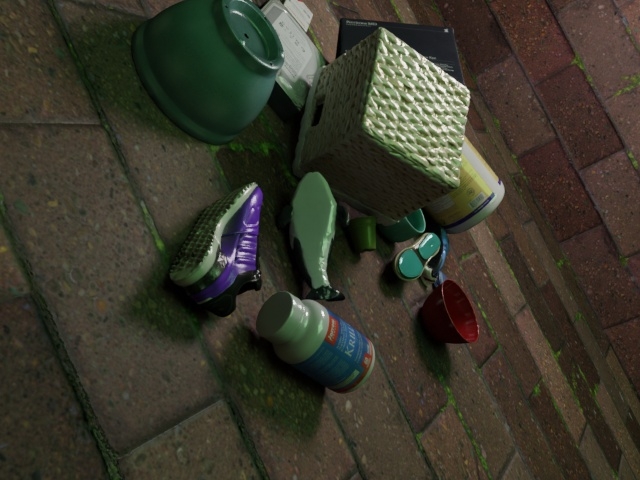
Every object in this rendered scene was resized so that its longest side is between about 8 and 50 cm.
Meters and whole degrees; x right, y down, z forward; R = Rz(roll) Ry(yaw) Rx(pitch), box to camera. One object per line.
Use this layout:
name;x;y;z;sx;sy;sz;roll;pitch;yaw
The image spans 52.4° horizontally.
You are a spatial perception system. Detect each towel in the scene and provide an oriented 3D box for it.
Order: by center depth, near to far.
towel;0.374;0.141;1.927;0.119;0.029;0.067;39;36;-32

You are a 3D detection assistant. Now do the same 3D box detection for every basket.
basket;0.156;-0.264;1.572;0.331;0.266;0.328;27;60;-29

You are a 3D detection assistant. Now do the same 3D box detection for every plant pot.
plant pot;-0.198;-0.368;1.303;0.293;0.196;0.293;37;38;-36
plant pot;0.105;-0.012;1.602;0.083;0.083;0.079;6;73;-55

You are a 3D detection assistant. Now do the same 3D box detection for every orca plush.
orca plush;0.000;0.000;1.399;0.102;0.151;0.287;72;-2;-69

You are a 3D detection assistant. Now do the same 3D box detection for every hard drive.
hard drive;-0.105;-0.480;1.678;0.237;0.064;0.339;49;33;-20

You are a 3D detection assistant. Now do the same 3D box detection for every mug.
mug;0.207;-0.071;1.778;0.129;0.097;0.157;20;49;-49

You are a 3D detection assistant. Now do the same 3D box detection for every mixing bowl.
mixing bowl;0.336;0.205;1.743;0.181;0.098;0.181;36;38;-35

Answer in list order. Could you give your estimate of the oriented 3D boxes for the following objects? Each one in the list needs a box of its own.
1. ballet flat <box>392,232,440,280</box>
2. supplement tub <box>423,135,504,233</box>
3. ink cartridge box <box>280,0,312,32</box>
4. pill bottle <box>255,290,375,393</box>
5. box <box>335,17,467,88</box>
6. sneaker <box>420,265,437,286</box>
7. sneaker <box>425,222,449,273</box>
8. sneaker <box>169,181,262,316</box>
ballet flat;0.243;0.054;1.744;0.248;0.086;0.086;-30;91;-49
supplement tub;0.381;-0.210;2.009;0.331;0.241;0.241;48;32;-12
ink cartridge box;-0.081;-0.642;1.857;0.099;0.056;0.135;46;33;-25
pill bottle;-0.010;0.185;1.197;0.221;0.124;0.124;38;37;-35
box;0.214;-0.468;1.863;0.343;0.179;0.312;5;49;-2
sneaker;0.292;0.076;1.841;0.109;0.044;0.040;55;32;-7
sneaker;0.358;0.037;1.950;0.082;0.069;0.209;51;31;-25
sneaker;-0.154;0.022;1.152;0.146;0.102;0.293;52;35;-24
